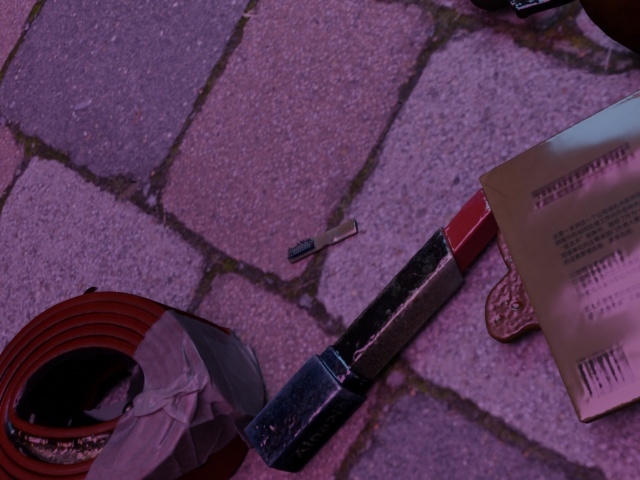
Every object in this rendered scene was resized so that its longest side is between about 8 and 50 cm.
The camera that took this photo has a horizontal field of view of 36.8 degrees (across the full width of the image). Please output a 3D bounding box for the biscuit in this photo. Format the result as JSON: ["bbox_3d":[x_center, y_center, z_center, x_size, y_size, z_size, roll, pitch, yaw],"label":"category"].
[{"bbox_3d":[0.234,0.038,0.774,0.205,0.031,0.138,2,74,36],"label":"biscuit"}]

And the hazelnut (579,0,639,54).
[{"bbox_3d":[0.304,-0.231,0.758,0.204,0.178,0.178,9,78,32],"label":"hazelnut"}]

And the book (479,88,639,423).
[{"bbox_3d":[0.232,0.009,0.752,0.161,0.026,0.231,-28,60,21],"label":"book"}]

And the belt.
[{"bbox_3d":[-0.206,0.167,0.979,0.323,0.115,0.227,-15,65,29],"label":"belt"}]

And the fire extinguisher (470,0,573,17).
[{"bbox_3d":[0.152,-0.303,0.939,0.089,0.072,0.268,-31,56,7],"label":"fire extinguisher"}]

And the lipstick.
[{"bbox_3d":[0.056,0.083,0.871,0.312,0.051,0.051,-48,51,8],"label":"lipstick"}]

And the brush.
[{"bbox_3d":[0.000,0.000,0.965,0.083,0.013,0.016,-24,58,24],"label":"brush"}]
